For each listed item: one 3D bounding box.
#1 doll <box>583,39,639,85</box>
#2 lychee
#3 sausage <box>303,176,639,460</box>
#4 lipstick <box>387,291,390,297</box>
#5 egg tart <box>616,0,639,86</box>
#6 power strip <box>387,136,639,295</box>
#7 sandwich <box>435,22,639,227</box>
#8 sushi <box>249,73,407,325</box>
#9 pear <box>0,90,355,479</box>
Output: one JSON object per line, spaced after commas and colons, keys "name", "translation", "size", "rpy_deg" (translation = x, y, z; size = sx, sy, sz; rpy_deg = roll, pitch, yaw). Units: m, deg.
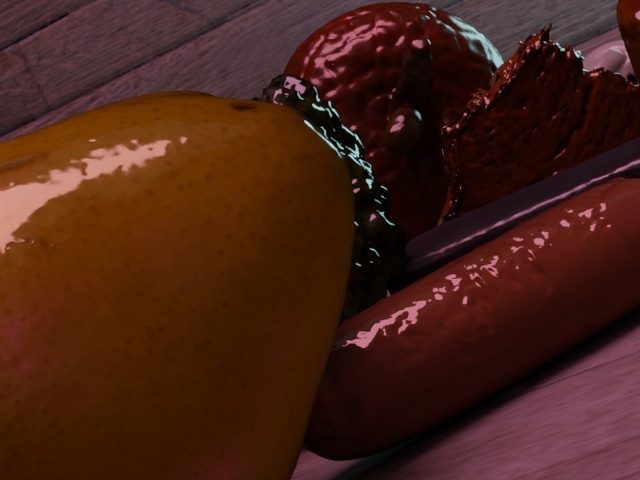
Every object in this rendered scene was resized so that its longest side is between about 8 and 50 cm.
{"name": "doll", "translation": [0.261, -0.115, 1.852], "size": [0.107, 0.110, 0.181], "rpy_deg": [-11, 17, 34]}
{"name": "lychee", "translation": [0.073, -0.096, 1.832], "size": [0.255, 0.255, 0.300], "rpy_deg": [-29, -2, -23]}
{"name": "sausage", "translation": [0.104, 0.046, 1.197], "size": [0.289, 0.086, 0.086], "rpy_deg": [-29, 6, -18]}
{"name": "lipstick", "translation": [0.051, 0.049, 1.647], "size": [0.038, 0.038, 0.131], "rpy_deg": [-24, 7, 25]}
{"name": "egg tart", "translation": [0.329, -0.148, 1.514], "size": [0.215, 0.171, 0.215], "rpy_deg": [-31, 19, 12]}
{"name": "power strip", "translation": [0.177, -0.008, 1.459], "size": [0.257, 0.070, 0.105], "rpy_deg": [-26, 9, 20]}
{"name": "sandwich", "translation": [0.179, -0.071, 1.654], "size": [0.235, 0.159, 0.079], "rpy_deg": [-47, 13, -6]}
{"name": "sushi", "translation": [-0.105, 0.037, 1.455], "size": [0.352, 0.178, 0.294], "rpy_deg": [-29, 17, 36]}
{"name": "pear", "translation": [-0.122, 0.067, 1.105], "size": [0.336, 0.285, 0.285], "rpy_deg": [-23, 5, -4]}
